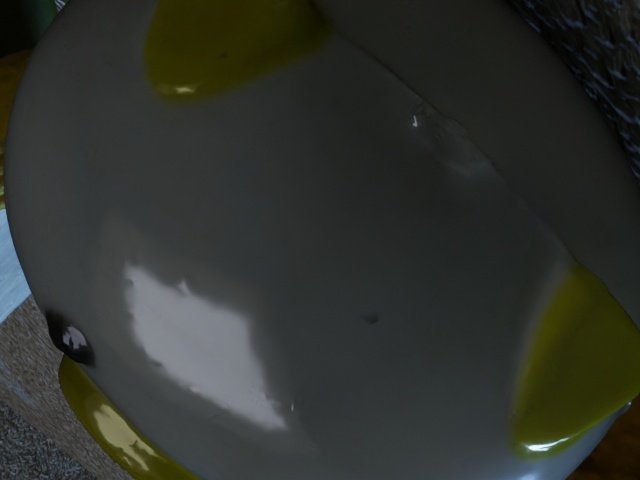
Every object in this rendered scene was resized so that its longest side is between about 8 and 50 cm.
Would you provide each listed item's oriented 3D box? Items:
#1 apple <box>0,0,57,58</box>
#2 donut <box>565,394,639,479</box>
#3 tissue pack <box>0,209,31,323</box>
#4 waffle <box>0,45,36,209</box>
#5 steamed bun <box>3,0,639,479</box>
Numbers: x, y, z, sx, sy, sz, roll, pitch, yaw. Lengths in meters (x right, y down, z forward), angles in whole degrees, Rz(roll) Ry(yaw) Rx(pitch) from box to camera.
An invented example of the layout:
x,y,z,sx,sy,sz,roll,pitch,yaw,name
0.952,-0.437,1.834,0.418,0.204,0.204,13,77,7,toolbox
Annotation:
x,y,z,sx,sy,sz,roll,pitch,yaw,name
-0.291,-0.207,1.357,0.265,0.120,0.193,-84,-28,-67,apple
0.258,0.285,1.167,0.377,0.163,0.435,18,150,33,donut
-0.414,-0.133,1.620,0.416,0.264,0.253,41,165,14,tissue pack
-0.177,-0.090,1.249,0.248,0.221,0.055,111,139,-78,waffle
0.004,-0.005,0.938,0.374,0.334,0.334,41,162,-5,steamed bun
